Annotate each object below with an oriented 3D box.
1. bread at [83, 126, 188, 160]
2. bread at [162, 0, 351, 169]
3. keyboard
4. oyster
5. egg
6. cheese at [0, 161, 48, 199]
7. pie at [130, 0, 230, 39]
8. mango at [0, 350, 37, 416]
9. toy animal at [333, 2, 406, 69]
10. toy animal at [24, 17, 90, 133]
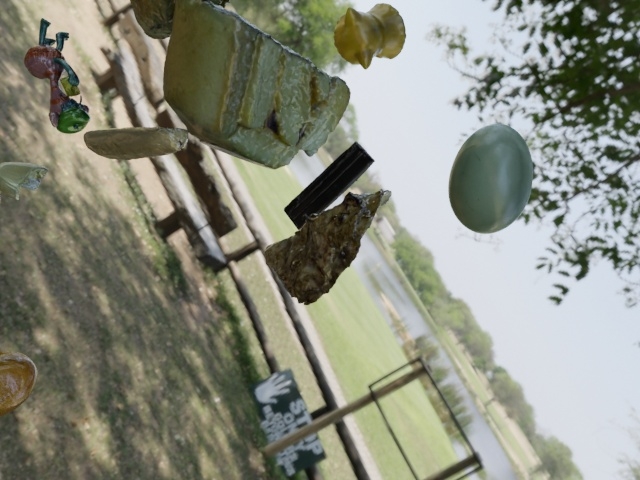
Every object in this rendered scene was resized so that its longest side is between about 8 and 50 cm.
[{"bbox_3d":[-0.309,-0.161,1.086,0.073,0.214,0.053,-11,102,-59],"label":"bread"},{"bbox_3d":[-0.164,-0.297,1.338,0.395,0.264,0.239,17,15,-48],"label":"bread"},{"bbox_3d":[0.020,-0.130,1.575,0.087,0.250,0.017,51,8,28],"label":"keyboard"},{"bbox_3d":[-0.014,0.024,1.315,0.111,0.396,0.204,36,50,-22],"label":"oyster"},{"bbox_3d":[0.353,-0.126,1.348,0.168,0.168,0.230,-100,-162,-75],"label":"egg"},{"bbox_3d":[-0.902,-0.188,1.819,0.235,0.049,0.127,18,54,-11],"label":"cheese"},{"bbox_3d":[-0.339,-0.642,1.397,0.418,0.181,0.395,36,-47,47],"label":"pie"},{"bbox_3d":[-0.597,0.273,1.180,0.089,0.165,0.115,11,-41,51],"label":"mango"},{"bbox_3d":[0.135,-0.520,1.641,0.230,0.156,0.156,-32,90,-43],"label":"toy animal"},{"bbox_3d":[-0.480,-0.305,1.194,0.100,0.103,0.208,1,69,-50],"label":"toy animal"}]
